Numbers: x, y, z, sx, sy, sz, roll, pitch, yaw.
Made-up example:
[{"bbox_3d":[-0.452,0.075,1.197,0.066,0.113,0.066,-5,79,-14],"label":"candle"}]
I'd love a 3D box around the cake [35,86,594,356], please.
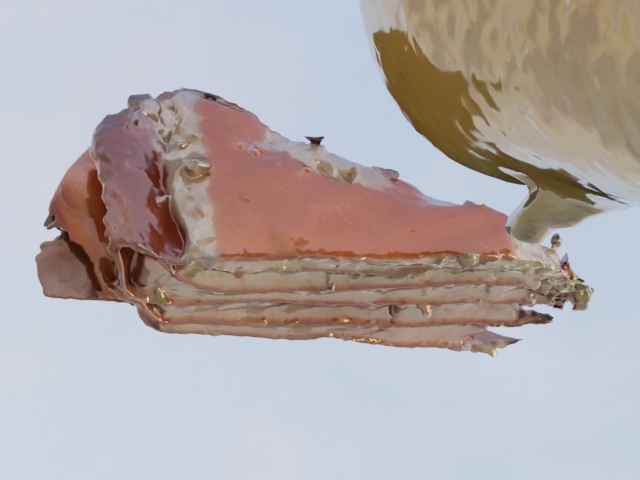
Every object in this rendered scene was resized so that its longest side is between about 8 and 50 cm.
[{"bbox_3d":[0.002,-0.005,0.913,0.287,0.135,0.098,12,-49,-14],"label":"cake"}]

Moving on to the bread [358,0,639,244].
[{"bbox_3d":[0.197,-0.173,0.648,0.253,0.348,0.376,62,-15,-18],"label":"bread"}]
